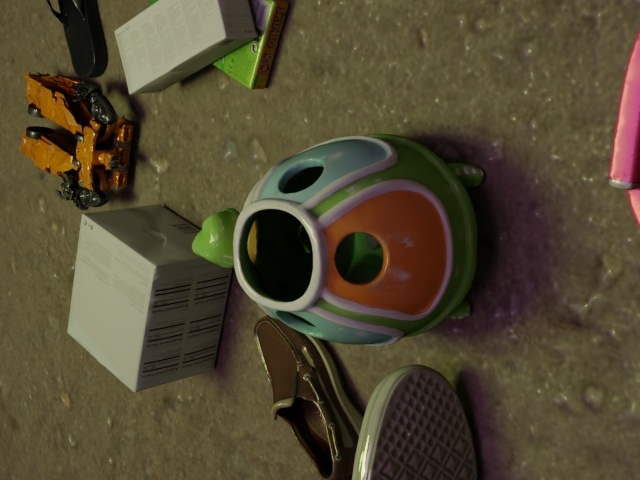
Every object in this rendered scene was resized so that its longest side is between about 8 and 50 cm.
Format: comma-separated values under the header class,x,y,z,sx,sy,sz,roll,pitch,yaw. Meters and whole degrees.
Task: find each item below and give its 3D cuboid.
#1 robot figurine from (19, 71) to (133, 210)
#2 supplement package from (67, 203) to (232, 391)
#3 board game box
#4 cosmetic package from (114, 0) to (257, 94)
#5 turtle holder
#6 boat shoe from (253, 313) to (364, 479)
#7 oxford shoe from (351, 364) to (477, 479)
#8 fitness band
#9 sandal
class,x,y,z,sx,sy,sz,roll,pitch,yaw
robot figurine,-0.406,-0.175,1.540,0.291,0.085,0.211,29,117,39
supplement package,-0.256,0.080,1.384,0.194,0.149,0.203,31,118,38
board game box,-0.151,-0.320,1.294,0.259,0.039,0.124,36,121,33
cosmetic package,-0.189,-0.284,1.273,0.239,0.060,0.098,-15,90,47
turtle holder,0.009,-0.013,1.046,0.320,0.227,0.243,38,123,34
boat shoe,-0.024,0.200,1.208,0.257,0.095,0.095,52,129,26
oxford shoe,0.093,0.363,1.085,0.130,0.169,0.449,14,108,63
fitness band,0.363,-0.104,0.798,0.209,0.054,0.290,20,111,42
sandal,-0.415,-0.394,1.533,0.097,0.054,0.254,-27,78,44
